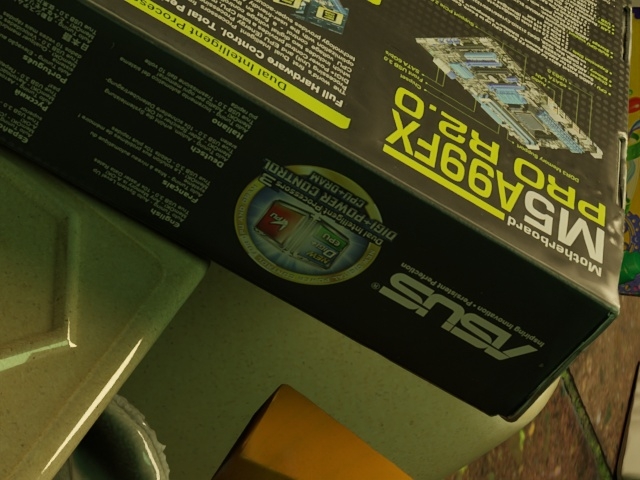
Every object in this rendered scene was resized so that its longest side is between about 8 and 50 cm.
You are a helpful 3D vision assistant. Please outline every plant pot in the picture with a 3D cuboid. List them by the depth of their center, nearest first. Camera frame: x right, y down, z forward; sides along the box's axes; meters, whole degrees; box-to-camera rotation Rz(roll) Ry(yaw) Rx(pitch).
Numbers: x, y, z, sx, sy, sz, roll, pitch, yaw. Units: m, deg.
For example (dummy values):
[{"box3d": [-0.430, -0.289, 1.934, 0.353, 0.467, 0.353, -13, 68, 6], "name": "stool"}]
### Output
[{"box3d": [0.000, 0.000, 0.718, 0.284, 0.191, 0.284, -18, 110, -63], "name": "plant pot"}]

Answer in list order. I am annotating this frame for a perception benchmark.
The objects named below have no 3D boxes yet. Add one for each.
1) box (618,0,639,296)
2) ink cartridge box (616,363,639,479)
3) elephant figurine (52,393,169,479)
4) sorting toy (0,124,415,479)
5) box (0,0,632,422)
[{"box3d": [0.162, -0.114, 1.045, 0.279, 0.177, 0.289, 4, 91, -65], "name": "box"}, {"box3d": [0.416, 0.199, 1.494, 0.201, 0.278, 0.117, 55, 43, -52], "name": "ink cartridge box"}, {"box3d": [-0.127, 0.077, 0.536, 0.239, 0.169, 0.186, -79, -173, -49], "name": "elephant figurine"}, {"box3d": [-0.122, 0.035, 0.440, 0.041, 0.307, 0.229, -50, -176, 42], "name": "sorting toy"}, {"box3d": [-0.026, -0.091, 0.555, 0.060, 0.270, 0.216, -51, -164, 37], "name": "box"}]
